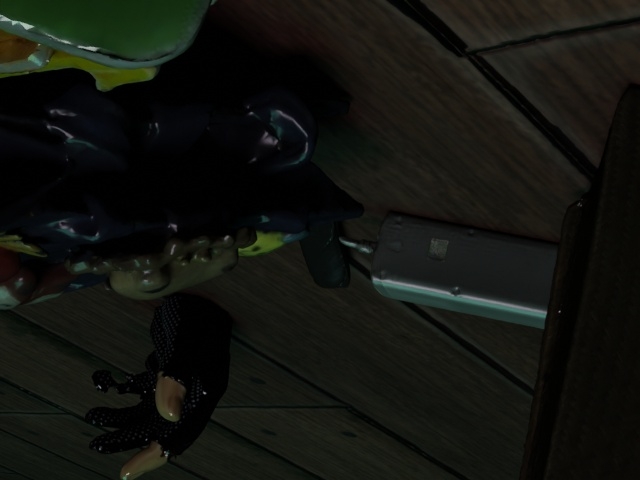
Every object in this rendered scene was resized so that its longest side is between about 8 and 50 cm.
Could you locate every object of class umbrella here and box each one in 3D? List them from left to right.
[{"bbox_3d":[0.002,0.000,0.990,0.036,0.031,0.133,-11,153,4],"label":"umbrella"}]

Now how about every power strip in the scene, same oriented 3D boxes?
[{"bbox_3d":[0.135,0.026,0.922,0.252,0.060,0.027,11,157,11],"label":"power strip"}]

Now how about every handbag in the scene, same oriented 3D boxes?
[{"bbox_3d":[-0.173,-0.017,0.779,0.329,0.122,0.303,-9,180,40],"label":"handbag"}]

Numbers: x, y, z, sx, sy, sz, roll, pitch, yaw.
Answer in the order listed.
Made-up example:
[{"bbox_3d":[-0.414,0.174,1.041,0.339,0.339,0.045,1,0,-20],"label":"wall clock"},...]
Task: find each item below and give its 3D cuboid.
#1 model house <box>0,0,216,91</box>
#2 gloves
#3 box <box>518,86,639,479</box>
[{"bbox_3d":[-0.202,-0.164,0.487,0.357,0.242,0.313,17,160,-9],"label":"model house"},{"bbox_3d":[-0.145,0.149,1.231,0.129,0.181,0.106,-4,151,40],"label":"gloves"},{"bbox_3d":[0.215,0.077,0.714,0.184,0.273,0.143,12,158,7],"label":"box"}]
